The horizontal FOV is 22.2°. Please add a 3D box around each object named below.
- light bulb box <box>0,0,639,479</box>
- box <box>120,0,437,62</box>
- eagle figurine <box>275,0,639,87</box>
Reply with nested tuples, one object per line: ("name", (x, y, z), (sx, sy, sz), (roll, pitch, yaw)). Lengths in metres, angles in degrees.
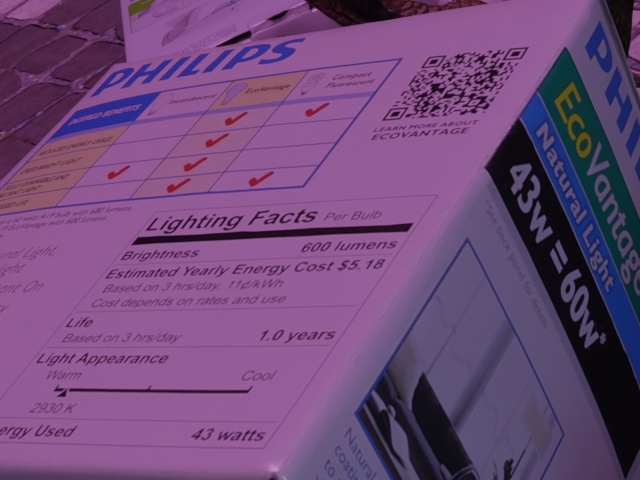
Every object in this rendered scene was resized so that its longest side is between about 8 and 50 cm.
("light bulb box", (-0.032, 0.072, 0.855), (0.358, 0.225, 0.361), (-4, 35, 37))
("box", (-0.025, -0.174, 1.365), (0.262, 0.126, 0.231), (-24, 29, 3))
("eagle figurine", (0.069, -0.130, 1.131), (0.298, 0.226, 0.225), (-2, 1, 4))
